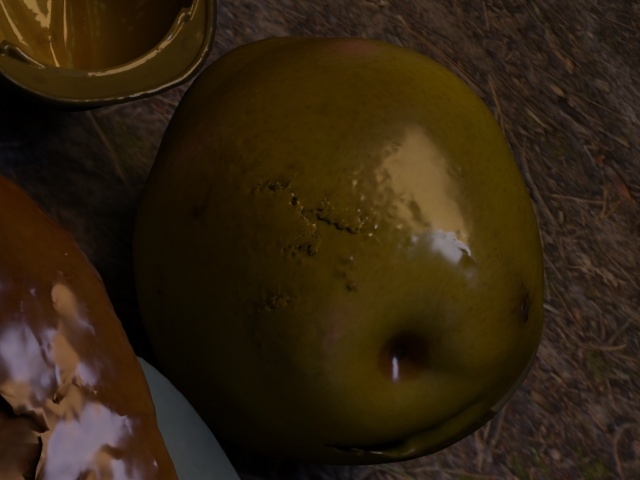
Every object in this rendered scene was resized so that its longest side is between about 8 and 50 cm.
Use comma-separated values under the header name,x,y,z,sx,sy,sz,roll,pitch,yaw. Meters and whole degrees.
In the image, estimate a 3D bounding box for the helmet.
name,x,y,z,sx,sy,sz,roll,pitch,yaw
helmet,-0.188,-0.170,1.360,0.205,0.140,0.257,-13,66,-21

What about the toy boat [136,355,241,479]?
name,x,y,z,sx,sy,sz,roll,pitch,yaw
toy boat,-0.111,0.158,1.099,0.207,0.079,0.134,57,32,-5

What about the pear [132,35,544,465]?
name,x,y,z,sx,sy,sz,roll,pitch,yaw
pear,0.011,-0.006,1.249,0.285,0.285,0.336,29,36,-27

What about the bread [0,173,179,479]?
name,x,y,z,sx,sy,sz,roll,pitch,yaw
bread,-0.226,0.127,0.680,0.337,0.204,0.358,-16,88,-25
